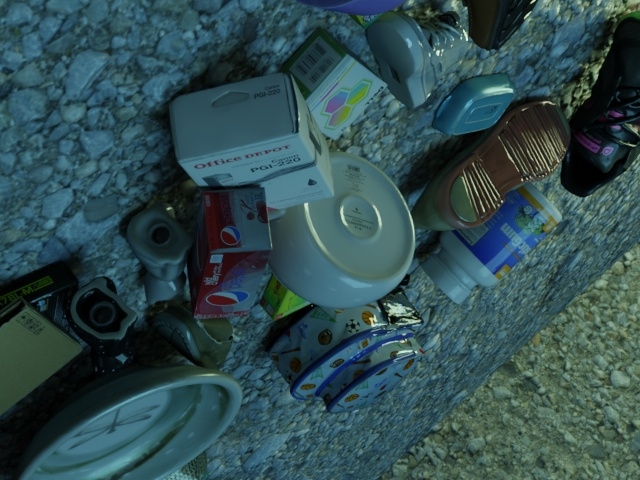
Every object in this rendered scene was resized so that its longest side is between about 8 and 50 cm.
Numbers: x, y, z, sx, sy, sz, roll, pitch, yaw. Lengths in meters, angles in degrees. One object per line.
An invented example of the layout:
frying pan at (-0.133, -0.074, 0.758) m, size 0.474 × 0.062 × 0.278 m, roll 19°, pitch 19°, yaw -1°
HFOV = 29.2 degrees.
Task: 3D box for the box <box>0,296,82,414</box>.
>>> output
box at (-0.407, 0.158, 1.574) m, size 0.164 × 0.021 × 0.201 m, roll -38°, pitch 159°, yaw -5°

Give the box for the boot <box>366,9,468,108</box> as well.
boot at (0.142, -0.284, 1.720) m, size 0.123 × 0.095 × 0.258 m, roll -46°, pitch 167°, yaw -6°

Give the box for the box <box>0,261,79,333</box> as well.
box at (-0.412, 0.129, 1.602) m, size 0.184 × 0.045 × 0.191 m, roll -24°, pitch 152°, yaw -33°

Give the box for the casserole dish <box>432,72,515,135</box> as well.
casserole dish at (0.266, -0.226, 2.079) m, size 0.188 × 0.037 × 0.114 m, roll -17°, pitch 147°, yaw -48°

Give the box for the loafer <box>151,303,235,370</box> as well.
loafer at (-0.195, 0.141, 1.942) m, size 0.087 × 0.094 × 0.251 m, roll -53°, pitch 165°, yaw -11°

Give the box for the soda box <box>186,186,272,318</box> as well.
soda box at (-0.126, 0.021, 1.638) m, size 0.083 × 0.092 × 0.263 m, roll -4°, pitch 159°, yaw -13°

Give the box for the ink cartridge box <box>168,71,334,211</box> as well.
ink cartridge box at (-0.082, -0.115, 1.558) m, size 0.158 × 0.092 × 0.218 m, roll -13°, pitch 157°, yaw 9°

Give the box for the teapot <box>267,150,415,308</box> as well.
teapot at (0.000, 0.000, 1.838) m, size 0.187 × 0.256 × 0.252 m, roll -32°, pitch -171°, yaw 47°

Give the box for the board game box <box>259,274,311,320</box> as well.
board game box at (-0.033, 0.052, 2.083) m, size 0.092 × 0.043 × 0.181 m, roll -23°, pitch 151°, yaw -37°

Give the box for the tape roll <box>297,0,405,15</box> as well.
tape roll at (0.031, -0.335, 1.291) m, size 0.080 × 0.189 × 0.189 m, roll -6°, pitch 139°, yaw -55°

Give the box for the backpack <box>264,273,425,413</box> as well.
backpack at (0.042, 0.203, 2.294) m, size 0.263 × 0.213 × 0.276 m, roll 2°, pitch 136°, yaw -45°

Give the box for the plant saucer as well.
plant saucer at (-0.320, 0.297, 1.943) m, size 0.400 × 0.100 × 0.400 m, roll -27°, pitch 156°, yaw -13°

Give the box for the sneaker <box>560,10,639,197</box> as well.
sneaker at (0.577, -0.240, 2.332) m, size 0.202 × 0.185 × 0.483 m, roll -54°, pitch 164°, yaw -29°

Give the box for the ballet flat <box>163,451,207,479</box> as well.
ballet flat at (-0.410, 0.533, 2.240) m, size 0.483 × 0.164 × 0.182 m, roll -49°, pitch 136°, yaw 3°

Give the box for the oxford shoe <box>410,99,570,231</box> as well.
oxford shoe at (0.307, -0.141, 2.234) m, size 0.397 × 0.140 × 0.146 m, roll -33°, pitch -170°, yaw -36°

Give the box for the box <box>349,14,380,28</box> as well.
box at (0.065, -0.337, 1.538) m, size 0.105 × 0.043 × 0.179 m, roll -42°, pitch 159°, yaw 2°

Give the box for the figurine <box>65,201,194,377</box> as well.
figurine at (-0.252, 0.077, 1.677) m, size 0.215 × 0.092 × 0.209 m, roll -55°, pitch 171°, yaw -23°

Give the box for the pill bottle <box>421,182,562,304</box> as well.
pill bottle at (0.335, -0.004, 2.446) m, size 0.272 × 0.152 × 0.152 m, roll -46°, pitch 158°, yaw 6°

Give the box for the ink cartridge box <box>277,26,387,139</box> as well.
ink cartridge box at (0.021, -0.204, 1.679) m, size 0.109 × 0.062 × 0.209 m, roll -46°, pitch 158°, yaw 10°

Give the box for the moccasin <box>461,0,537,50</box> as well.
moccasin at (0.212, -0.388, 1.585) m, size 0.139 × 0.147 × 0.380 m, roll -52°, pitch 156°, yaw -13°
